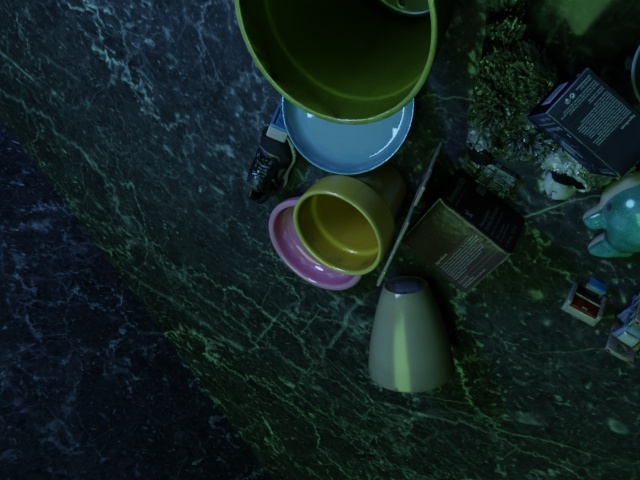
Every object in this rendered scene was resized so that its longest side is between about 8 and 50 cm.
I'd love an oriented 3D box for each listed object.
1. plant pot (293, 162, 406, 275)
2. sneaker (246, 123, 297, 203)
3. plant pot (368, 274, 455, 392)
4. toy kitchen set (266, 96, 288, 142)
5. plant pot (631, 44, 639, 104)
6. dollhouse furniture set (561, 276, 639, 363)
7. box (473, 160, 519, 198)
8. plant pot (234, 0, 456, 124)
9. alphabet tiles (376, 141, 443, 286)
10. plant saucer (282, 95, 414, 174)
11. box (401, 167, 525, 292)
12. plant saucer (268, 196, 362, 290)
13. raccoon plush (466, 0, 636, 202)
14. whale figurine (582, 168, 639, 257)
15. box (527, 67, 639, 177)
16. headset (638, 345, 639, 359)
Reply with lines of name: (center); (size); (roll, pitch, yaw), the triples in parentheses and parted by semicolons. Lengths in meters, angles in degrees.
plant pot: (0.096, -0.081, 1.489); (0.254, 0.239, 0.254); (21, 137, 21)
sneaker: (-0.145, -0.195, 1.626); (0.107, 0.124, 0.283); (34, 153, 12)
plant pot: (0.256, 0.250, 1.692); (0.256, 0.256, 0.274); (8, 115, 33)
toy kitchen set: (-0.005, -0.319, 1.479); (0.207, 0.122, 0.166); (22, 141, -8)
plant pot: (0.656, -0.222, 0.908); (0.293, 0.293, 0.196); (5, 155, 36)
dollhouse furniture set: (0.668, 0.161, 1.338); (0.183, 0.129, 0.129); (30, 139, 14)
box: (0.406, -0.143, 1.355); (0.083, 0.018, 0.067); (33, 140, 10)
plant pot: (0.098, -0.454, 1.051); (0.366, 0.353, 0.367); (21, 137, 21)
alphabet tiles: (0.209, -0.058, 1.385); (0.011, 0.285, 0.343); (24, 139, 5)
plant saucer: (0.064, -0.314, 1.364); (0.317, 0.043, 0.318); (4, 103, 18)
box: (0.339, -0.023, 1.389); (0.203, 0.168, 0.167); (39, 133, 2)
plant saucer: (0.000, 0.000, 1.764); (0.332, 0.084, 0.332); (22, 138, 22)
raccoon plush: (0.439, -0.280, 1.074); (0.299, 0.216, 0.447); (10, 132, 22)
whale figurine: (0.635, -0.024, 1.163); (0.216, 0.141, 0.272); (0, 148, -1)
box: (0.441, -0.189, 0.958); (0.158, 0.156, 0.093); (41, 103, 1)
headset: (0.858, 0.225, 1.161); (0.394, 0.185, 0.243); (-21, 138, 23)
